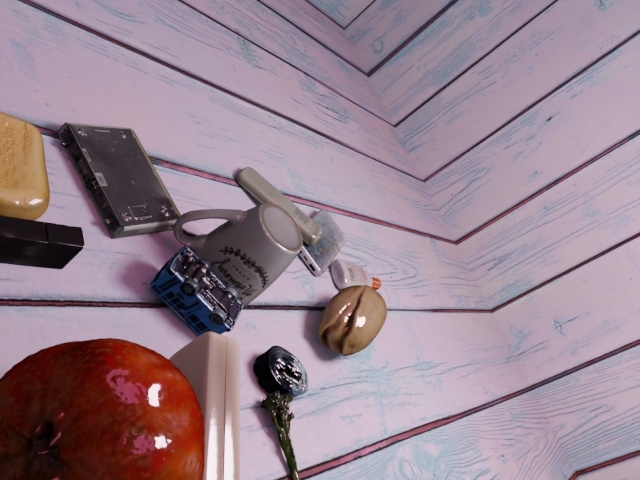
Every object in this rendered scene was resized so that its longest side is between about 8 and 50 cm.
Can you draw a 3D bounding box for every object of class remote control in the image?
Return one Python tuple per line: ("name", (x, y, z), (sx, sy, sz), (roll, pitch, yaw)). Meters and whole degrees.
("remote control", (-0.119, -0.103, 1.592), (0.309, 0.038, 0.090), (41, 33, -6))

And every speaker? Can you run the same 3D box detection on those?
("speaker", (-0.507, -0.001, 0.876), (0.218, 0.082, 0.044), (13, 49, -53))

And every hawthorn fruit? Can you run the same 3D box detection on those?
("hawthorn fruit", (-0.288, 0.278, 0.760), (0.287, 0.286, 0.330), (65, 4, 18))

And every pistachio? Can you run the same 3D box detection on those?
("pistachio", (0.095, 0.216, 1.501), (0.162, 0.182, 0.293), (20, 21, 14))

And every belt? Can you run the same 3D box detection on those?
("belt", (-0.086, 0.303, 1.225), (0.140, 0.058, 0.105), (42, 31, -24))

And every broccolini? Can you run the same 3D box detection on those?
("broccolini", (-0.063, 0.416, 1.138), (0.073, 0.058, 0.201), (-1, 59, -50))

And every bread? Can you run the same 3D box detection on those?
("bread", (-0.550, -0.120, 0.922), (0.147, 0.098, 0.217), (20, 41, -46))

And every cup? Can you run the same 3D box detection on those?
("cup", (-0.192, 0.009, 1.200), (0.258, 0.234, 0.186), (38, 31, -25))

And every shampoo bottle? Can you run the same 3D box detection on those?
("shampoo bottle", (0.121, 0.125, 1.748), (0.220, 0.051, 0.108), (19, 43, -49))

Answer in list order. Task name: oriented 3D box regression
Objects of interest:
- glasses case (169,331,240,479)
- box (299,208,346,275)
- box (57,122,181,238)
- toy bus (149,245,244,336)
("glasses case", (-0.207, 0.330, 0.918), (0.076, 0.144, 0.337), (33, 36, -36))
("box", (0.000, 0.000, 1.710), (0.142, 0.044, 0.285), (55, 28, -9))
("box", (-0.433, -0.136, 1.180), (0.270, 0.045, 0.210), (60, 27, 10))
("toy bus", (-0.258, 0.112, 1.115), (0.185, 0.106, 0.090), (50, 31, -20))
